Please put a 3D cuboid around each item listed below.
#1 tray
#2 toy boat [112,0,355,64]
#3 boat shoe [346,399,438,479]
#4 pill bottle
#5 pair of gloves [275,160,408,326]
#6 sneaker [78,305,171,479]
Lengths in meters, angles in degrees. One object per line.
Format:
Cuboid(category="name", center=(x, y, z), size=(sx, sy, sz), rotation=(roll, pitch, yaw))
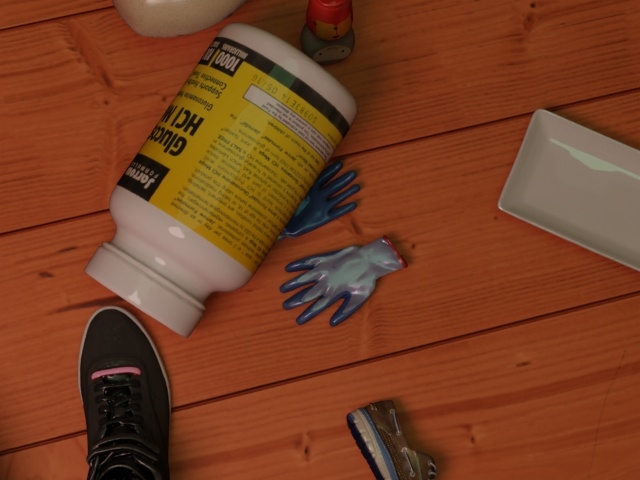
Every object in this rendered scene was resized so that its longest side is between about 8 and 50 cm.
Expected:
Cuboid(category="tray", center=(0.362, -0.046, 1.804), size=(0.270, 0.030, 0.145), rotation=(23, 77, 0))
Cuboid(category="toy boat", center=(-0.100, -0.319, 1.773), size=(0.318, 0.148, 0.267), rotation=(29, 71, 9))
Cuboid(category="boat shoe", center=(0.100, 0.267, 1.689), size=(0.066, 0.066, 0.183), rotation=(-26, 81, -12))
Cuboid(category="pill bottle", center=(-0.119, -0.065, 1.669), size=(0.188, 0.188, 0.334), rotation=(33, 84, 2))
Cuboid(category="pair of gloves", center=(0.000, 0.000, 1.760), size=(0.159, 0.023, 0.198), rotation=(-29, 78, -9))
Cuboid(category="sneaker", center=(-0.216, 0.207, 1.629), size=(0.104, 0.147, 0.295), rotation=(-7, 77, -5))
